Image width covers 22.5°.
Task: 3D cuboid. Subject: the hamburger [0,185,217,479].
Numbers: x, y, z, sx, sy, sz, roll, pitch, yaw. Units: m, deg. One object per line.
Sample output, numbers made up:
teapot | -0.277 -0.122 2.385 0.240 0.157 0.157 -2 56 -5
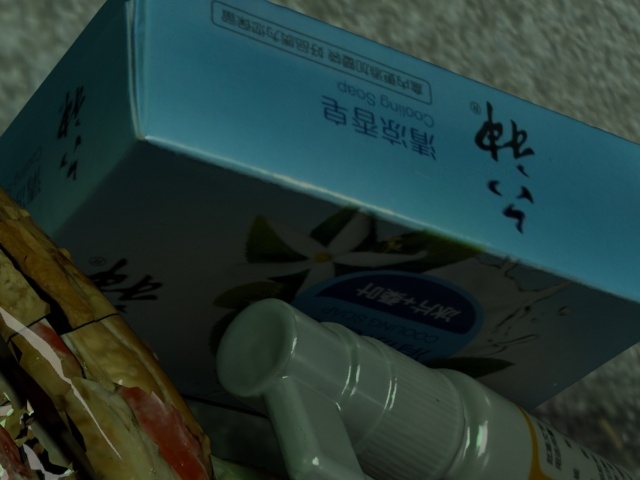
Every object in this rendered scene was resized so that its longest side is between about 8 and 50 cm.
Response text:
hamburger | -0.119 0.062 0.416 0.107 0.231 0.231 -27 80 -48

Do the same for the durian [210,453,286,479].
durian | -0.036 0.130 0.524 0.188 0.091 0.148 51 25 5

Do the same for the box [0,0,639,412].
box | 0.000 0.000 0.605 0.232 0.142 0.083 16 53 -30

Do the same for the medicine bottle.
medicine bottle | 0.051 0.091 0.591 0.220 0.061 0.092 33 25 -41
